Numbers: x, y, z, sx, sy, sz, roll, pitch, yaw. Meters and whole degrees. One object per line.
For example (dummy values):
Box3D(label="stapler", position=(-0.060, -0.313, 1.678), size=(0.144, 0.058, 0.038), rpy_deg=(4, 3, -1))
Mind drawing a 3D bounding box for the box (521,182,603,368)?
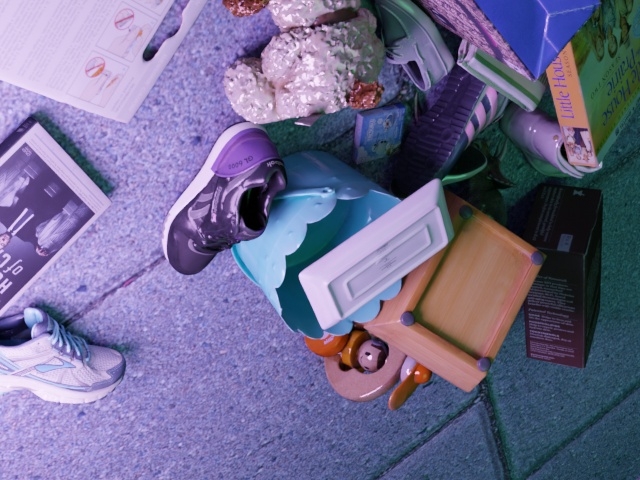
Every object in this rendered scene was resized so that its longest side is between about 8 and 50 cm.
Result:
Box3D(label="box", position=(0.517, 0.082, 1.914), size=(0.381, 0.143, 0.191), rpy_deg=(76, 32, -45))

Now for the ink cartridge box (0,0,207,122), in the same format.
Box3D(label="ink cartridge box", position=(-0.292, -0.325, 1.060), size=(0.308, 0.091, 0.385), rpy_deg=(-55, 154, 10))

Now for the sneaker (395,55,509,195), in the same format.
Box3D(label="sneaker", position=(0.254, -0.203, 1.542), size=(0.131, 0.112, 0.319), rpy_deg=(22, 105, -46))

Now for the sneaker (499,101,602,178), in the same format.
Box3D(label="sneaker", position=(0.477, -0.159, 1.723), size=(0.293, 0.169, 0.108), rpy_deg=(20, 106, -47))

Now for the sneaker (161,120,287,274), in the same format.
Box3D(label="sneaker", position=(-0.145, -0.032, 1.331), size=(0.107, 0.124, 0.283), rpy_deg=(0, 134, -40))

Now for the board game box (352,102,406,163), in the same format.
Box3D(label="board game box", position=(0.098, -0.180, 1.510), size=(0.090, 0.020, 0.090), rpy_deg=(-17, 131, -28))

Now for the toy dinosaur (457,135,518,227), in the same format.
Box3D(label="toy dinosaur", position=(0.302, -0.033, 1.720), size=(0.160, 0.121, 0.313), rpy_deg=(-16, 128, -12))

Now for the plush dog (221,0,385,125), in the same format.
Box3D(label="plush dog", position=(-0.004, -0.294, 1.233), size=(0.263, 0.211, 0.225), rpy_deg=(-24, 111, -22))

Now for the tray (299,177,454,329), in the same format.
Box3D(label="tray", position=(0.099, 0.028, 1.394), size=(0.270, 0.030, 0.145), rpy_deg=(-35, 136, -12))

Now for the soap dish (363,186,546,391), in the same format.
Box3D(label="soap dish", position=(0.243, 0.083, 1.551), size=(0.229, 0.118, 0.290), rpy_deg=(33, 77, -12))

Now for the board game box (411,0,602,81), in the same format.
Box3D(label="board game box", position=(0.197, -0.384, 1.223), size=(0.141, 0.291, 0.232), rpy_deg=(-50, 138, 7))

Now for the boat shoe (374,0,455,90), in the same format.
Box3D(label="boat shoe", position=(0.136, -0.306, 1.395), size=(0.081, 0.079, 0.227), rpy_deg=(-52, 142, 0))

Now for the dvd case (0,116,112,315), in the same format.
Box3D(label="dvd case", position=(-0.412, -0.022, 1.188), size=(0.238, 0.030, 0.179), rpy_deg=(-49, 140, -13))

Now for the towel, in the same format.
Box3D(label="towel", position=(0.336, -0.393, 1.445), size=(0.248, 0.038, 0.324), rpy_deg=(19, 87, -46))

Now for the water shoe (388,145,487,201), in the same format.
Box3D(label="water shoe", position=(0.207, -0.112, 1.630), size=(0.203, 0.073, 0.080), rpy_deg=(-22, 154, -17))

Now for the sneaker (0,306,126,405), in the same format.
Box3D(label="sneaker", position=(-0.403, 0.165, 1.317), size=(0.283, 0.110, 0.122), rpy_deg=(9, 113, -43))

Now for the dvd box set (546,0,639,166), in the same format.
Box3D(label="dvd box set", position=(0.461, -0.377, 1.491), size=(0.307, 0.062, 0.420), rpy_deg=(-50, 134, -28))

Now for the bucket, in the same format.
Box3D(label="bucket", position=(0.000, 0.000, 1.453), size=(0.281, 0.183, 0.281), rpy_deg=(-21, 132, -25))

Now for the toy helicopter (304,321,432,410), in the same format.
Box3D(label="toy helicopter", position=(0.160, 0.162, 1.658), size=(0.355, 0.235, 0.140), rpy_deg=(-43, 138, 4))
